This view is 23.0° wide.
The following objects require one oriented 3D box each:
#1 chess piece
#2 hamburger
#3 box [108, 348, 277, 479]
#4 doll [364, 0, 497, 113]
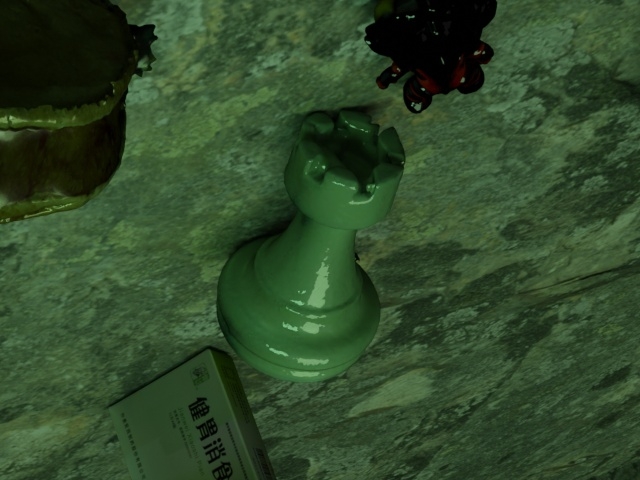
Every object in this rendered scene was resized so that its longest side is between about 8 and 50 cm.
[{"bbox_3d":[0.000,0.000,1.751,0.195,0.194,0.299,-9,142,-26],"label":"chess piece"},{"bbox_3d":[-0.275,-0.110,1.278,0.309,0.211,0.132,-4,144,-31],"label":"hamburger"},{"bbox_3d":[-0.160,0.297,2.068,0.175,0.260,0.062,-31,153,18],"label":"box"},{"bbox_3d":[0.109,-0.199,1.564,0.127,0.088,0.248,-45,162,-1],"label":"doll"}]
